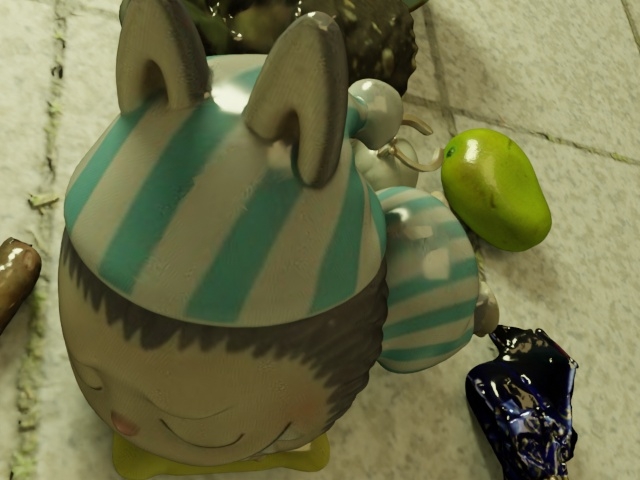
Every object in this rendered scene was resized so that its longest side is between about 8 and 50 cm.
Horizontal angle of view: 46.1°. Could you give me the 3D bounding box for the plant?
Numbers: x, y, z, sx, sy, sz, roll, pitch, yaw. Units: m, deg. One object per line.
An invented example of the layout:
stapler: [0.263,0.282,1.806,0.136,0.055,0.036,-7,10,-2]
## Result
plant: [-0.052,-0.204,0.758,0.276,0.188,0.199,3,63,-31]

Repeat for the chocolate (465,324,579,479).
chocolate: [0.219,0.238,0.741,0.148,0.126,0.343,-16,64,6]

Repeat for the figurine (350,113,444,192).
figurine: [0.059,-0.068,0.777,0.132,0.153,0.132,15,58,-26]

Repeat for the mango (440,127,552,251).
mango: [0.211,-0.060,0.911,0.117,0.089,0.163,-23,79,-38]

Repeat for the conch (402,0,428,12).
conch: [0.021,-0.377,0.902,0.368,0.197,0.249,24,18,-14]

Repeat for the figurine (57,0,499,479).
figurine: [0.000,0.000,0.523,0.361,0.378,0.266,-16,70,-19]

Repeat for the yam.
yam: [-0.282,0.100,0.539,0.046,0.046,0.264,35,53,-12]
